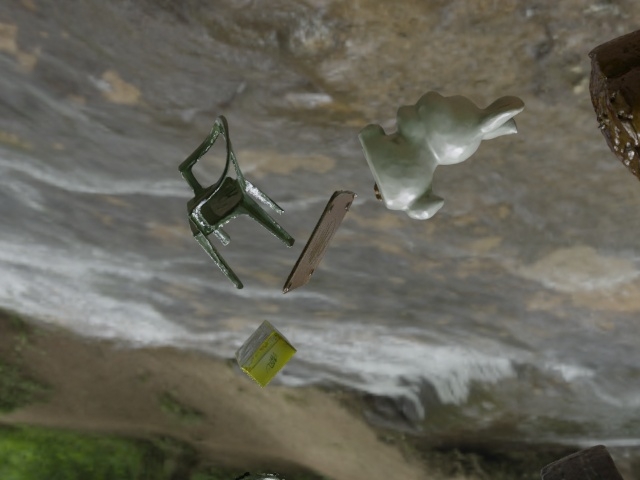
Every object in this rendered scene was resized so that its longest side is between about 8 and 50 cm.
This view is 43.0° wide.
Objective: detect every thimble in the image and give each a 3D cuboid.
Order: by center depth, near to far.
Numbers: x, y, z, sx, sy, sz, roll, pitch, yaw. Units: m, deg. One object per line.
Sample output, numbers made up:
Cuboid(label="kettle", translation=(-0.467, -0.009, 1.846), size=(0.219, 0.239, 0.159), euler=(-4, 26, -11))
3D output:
Cuboid(label="thimble", translation=(0.350, 0.341, 1.028), size=(0.098, 0.150, 0.150), euler=(-25, 155, 10))

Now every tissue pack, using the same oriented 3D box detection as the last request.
Cuboid(label="tissue pack", translation=(-0.107, 0.215, 1.562), size=(0.062, 0.095, 0.176), euler=(43, 174, -7))

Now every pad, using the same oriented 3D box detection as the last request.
Cuboid(label="pad", translation=(0.000, 0.000, 2.075), size=(0.018, 0.286, 0.284), euler=(30, -171, 9))

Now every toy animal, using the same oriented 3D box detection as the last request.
Cuboid(label="toy animal", translation=(0.278, -0.214, 1.836), size=(0.368, 0.241, 0.196), euler=(-33, 173, -1))

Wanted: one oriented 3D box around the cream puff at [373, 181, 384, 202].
Cuboid(label="cream puff", translation=(0.204, -0.161, 2.265), size=(0.116, 0.094, 0.122), euler=(-14, -164, 26))

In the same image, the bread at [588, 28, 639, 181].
Cuboid(label="bread", translation=(0.456, -0.182, 1.133), size=(0.135, 0.232, 0.247), euler=(-30, 143, 22))

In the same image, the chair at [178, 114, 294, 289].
Cuboid(label="chair", translation=(-0.181, -0.085, 1.604), size=(0.190, 0.203, 0.274), euler=(-34, 126, 7))

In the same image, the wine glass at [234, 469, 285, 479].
Cuboid(label="wine glass", translation=(-0.158, 0.803, 2.133), size=(0.190, 0.357, 0.190), euler=(-8, 139, -7))
